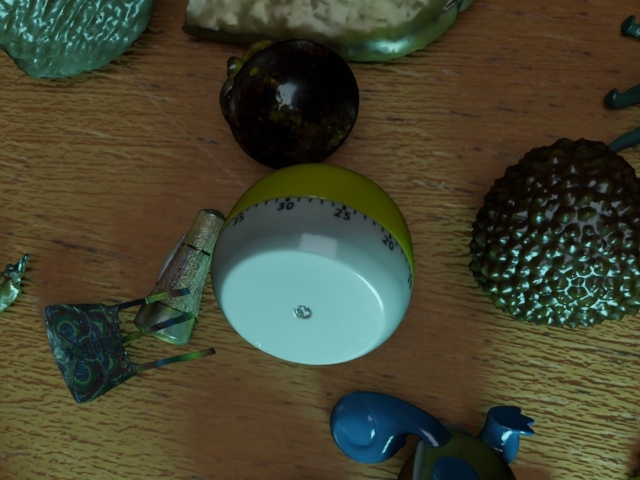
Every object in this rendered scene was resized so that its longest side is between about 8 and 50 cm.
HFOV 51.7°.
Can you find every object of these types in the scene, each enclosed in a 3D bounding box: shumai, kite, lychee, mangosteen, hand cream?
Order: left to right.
[{"bbox_3d":[-0.380,-0.415,0.944,0.267,0.314,0.262,4,45,-31],"label":"shumai"},{"bbox_3d":[-0.267,0.137,0.910,0.286,0.015,0.152,-16,94,28],"label":"kite"},{"bbox_3d":[-0.191,0.047,0.955,0.084,0.084,0.203,22,79,2],"label":"hand cream"},{"bbox_3d":[-0.055,-0.206,0.934,0.192,0.192,0.217,-41,65,-4],"label":"mangosteen"},{"bbox_3d":[0.330,0.001,0.886,0.268,0.267,0.267,0,84,-1],"label":"lychee"}]

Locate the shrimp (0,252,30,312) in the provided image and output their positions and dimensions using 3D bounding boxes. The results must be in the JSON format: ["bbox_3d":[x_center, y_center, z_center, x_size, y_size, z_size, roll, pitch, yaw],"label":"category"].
[{"bbox_3d":[-0.581,0.071,0.932,0.287,0.068,0.185,16,103,-11],"label":"shrimp"}]

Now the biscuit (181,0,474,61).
[{"bbox_3d":[0.047,-0.482,0.997,0.447,0.104,0.428,9,85,3],"label":"biscuit"}]

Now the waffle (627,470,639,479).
[{"bbox_3d":[0.567,0.376,0.939,0.249,0.056,0.253,42,83,4],"label":"waffle"}]

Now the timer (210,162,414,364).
[{"bbox_3d":[0.000,0.000,0.896,0.286,0.285,0.284,0,84,-1],"label":"timer"}]

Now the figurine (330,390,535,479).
[{"bbox_3d":[0.181,0.366,0.858,0.243,0.298,0.416,-34,82,30],"label":"figurine"}]

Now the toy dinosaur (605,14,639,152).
[{"bbox_3d":[0.618,-0.236,0.989,0.331,0.129,0.383,20,85,-7],"label":"toy dinosaur"}]
